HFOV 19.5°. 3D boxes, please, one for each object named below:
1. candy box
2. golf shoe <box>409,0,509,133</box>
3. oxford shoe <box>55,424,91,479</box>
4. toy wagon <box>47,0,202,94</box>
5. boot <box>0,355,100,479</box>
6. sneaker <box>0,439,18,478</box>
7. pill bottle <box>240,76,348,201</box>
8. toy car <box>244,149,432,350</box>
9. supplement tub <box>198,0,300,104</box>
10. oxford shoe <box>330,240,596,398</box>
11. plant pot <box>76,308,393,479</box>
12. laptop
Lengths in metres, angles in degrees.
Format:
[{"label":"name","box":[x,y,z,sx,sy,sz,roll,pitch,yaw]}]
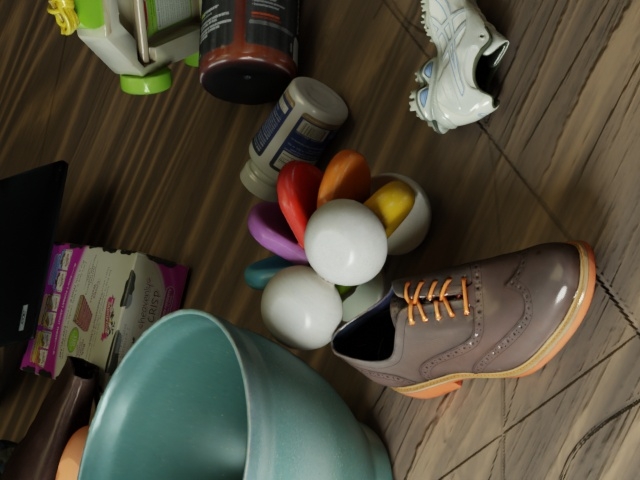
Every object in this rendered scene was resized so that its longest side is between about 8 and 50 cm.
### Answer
[{"label":"candy box","box":[-0.246,0.089,2.097,0.233,0.071,0.159,6,81,59]},{"label":"golf shoe","box":[0.134,-0.182,1.656,0.086,0.069,0.176,-7,71,35]},{"label":"oxford shoe","box":[-0.194,0.370,1.830,0.132,0.130,0.364,4,94,26]},{"label":"toy wagon","box":[-0.188,-0.292,1.948,0.068,0.344,0.267,8,113,30]},{"label":"boot","box":[-0.286,0.233,1.901,0.248,0.090,0.207,-119,48,-79]},{"label":"sneaker","box":[-0.356,0.310,2.162,0.297,0.111,0.129,6,98,61]},{"label":"pill bottle","box":[-0.029,-0.098,1.851,0.120,0.067,0.067,-54,36,27]},{"label":"toy car","box":[0.000,0.000,1.643,0.136,0.159,0.182,38,116,11]},{"label":"supplement tub","box":[-0.073,-0.250,1.957,0.106,0.106,0.198,-29,52,49]},{"label":"oxford shoe","box":[0.114,0.064,1.513,0.271,0.098,0.097,-33,49,47]},{"label":"plant pot","box":[-0.061,0.222,1.620,0.293,0.196,0.293,-31,51,48]},{"label":"laptop","box":[-0.367,0.057,2.281,0.264,0.136,0.234,80,-164,-64]}]
